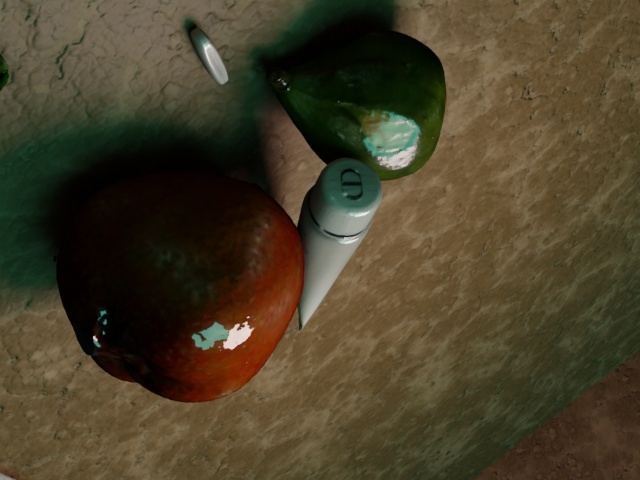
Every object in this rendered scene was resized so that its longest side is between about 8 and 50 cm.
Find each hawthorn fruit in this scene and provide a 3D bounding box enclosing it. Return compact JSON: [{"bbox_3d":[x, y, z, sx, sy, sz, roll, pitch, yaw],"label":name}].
[{"bbox_3d":[-0.158,0.053,1.245,0.311,0.295,0.295,-12,139,-30],"label":"hawthorn fruit"}]

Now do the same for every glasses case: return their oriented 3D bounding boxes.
[{"bbox_3d":[-0.128,-0.212,1.180,0.021,0.032,0.083,-38,147,-8],"label":"glasses case"}]

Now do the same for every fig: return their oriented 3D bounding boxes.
[{"bbox_3d":[0.043,-0.178,1.296,0.244,0.195,0.195,15,126,-14],"label":"fig"}]

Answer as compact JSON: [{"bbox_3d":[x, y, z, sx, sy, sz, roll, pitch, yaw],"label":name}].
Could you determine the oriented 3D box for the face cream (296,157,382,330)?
[{"bbox_3d":[0.000,0.000,1.344,0.089,0.143,0.314,4,154,-14],"label":"face cream"}]

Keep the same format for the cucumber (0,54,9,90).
[{"bbox_3d":[-0.404,-0.136,0.952,0.241,0.074,0.074,-18,143,-33],"label":"cucumber"}]

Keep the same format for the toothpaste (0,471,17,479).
[{"bbox_3d":[-0.503,0.351,1.474,0.100,0.066,0.323,-33,153,-9],"label":"toothpaste"}]
